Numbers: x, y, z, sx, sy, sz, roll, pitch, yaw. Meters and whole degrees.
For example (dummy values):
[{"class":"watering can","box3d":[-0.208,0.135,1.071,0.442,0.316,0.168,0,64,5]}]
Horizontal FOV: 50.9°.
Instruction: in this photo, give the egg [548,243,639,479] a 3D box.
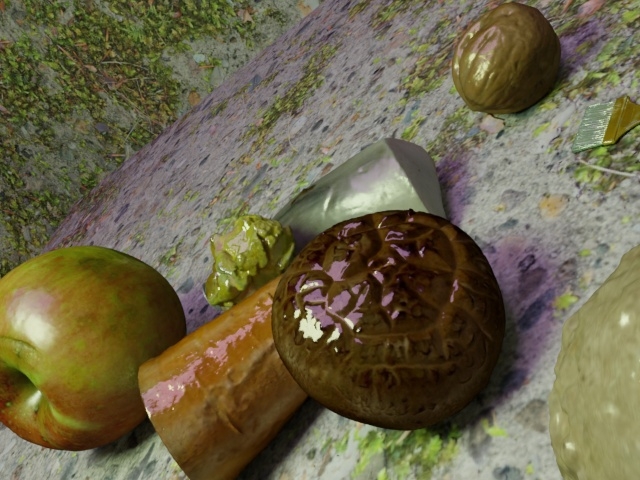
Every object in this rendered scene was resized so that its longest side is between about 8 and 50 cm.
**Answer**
[{"class":"egg","box3d":[0.273,0.086,0.326,0.310,0.279,0.279,-7,43,35]}]

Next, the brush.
[{"class":"brush","box3d":[0.395,-0.154,0.780,0.205,0.011,0.083,-11,41,49]}]

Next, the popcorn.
[{"class":"popcorn","box3d":[-0.096,0.034,0.944,0.145,0.126,0.126,-60,37,37]}]

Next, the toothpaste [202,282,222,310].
[{"class":"toothpaste","box3d":[-0.062,0.016,1.165,0.323,0.066,0.100,-33,28,13]}]

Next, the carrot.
[{"class":"carrot","box3d":[-0.075,0.166,0.849,0.254,0.196,0.196,-36,25,-3]}]

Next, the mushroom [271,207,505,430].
[{"class":"mushroom","box3d":[0.067,0.073,0.711,0.252,0.153,0.253,-7,50,8]}]

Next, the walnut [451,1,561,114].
[{"class":"walnut","box3d":[0.271,-0.261,0.983,0.167,0.149,0.166,-55,-7,-10]}]

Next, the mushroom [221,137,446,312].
[{"class":"mushroom","box3d":[-0.001,0.001,1.019,0.397,0.126,0.178,-31,51,31]}]

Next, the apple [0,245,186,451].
[{"class":"apple","box3d":[-0.398,0.173,1.133,0.339,0.339,0.340,-35,27,21]}]
